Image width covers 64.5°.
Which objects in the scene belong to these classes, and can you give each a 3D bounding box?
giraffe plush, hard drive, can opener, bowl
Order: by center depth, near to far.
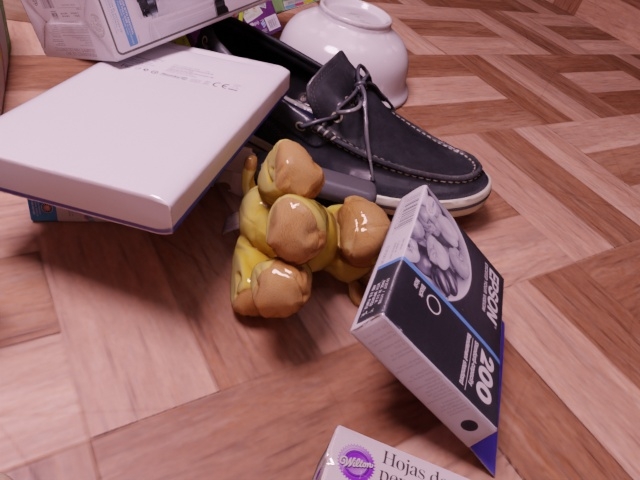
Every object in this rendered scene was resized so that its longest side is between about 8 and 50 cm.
[{"bbox_3d":[-0.180,-0.136,0.546,0.210,0.040,0.319,14,39,7],"label":"hard drive"},{"bbox_3d":[0.000,0.000,0.551,0.170,0.182,0.210,11,5,-24],"label":"giraffe plush"},{"bbox_3d":[-0.065,-0.088,0.663,0.280,0.074,0.093,17,40,-2],"label":"can opener"},{"bbox_3d":[0.052,-0.384,0.992,0.297,0.134,0.298,10,41,-8],"label":"bowl"}]

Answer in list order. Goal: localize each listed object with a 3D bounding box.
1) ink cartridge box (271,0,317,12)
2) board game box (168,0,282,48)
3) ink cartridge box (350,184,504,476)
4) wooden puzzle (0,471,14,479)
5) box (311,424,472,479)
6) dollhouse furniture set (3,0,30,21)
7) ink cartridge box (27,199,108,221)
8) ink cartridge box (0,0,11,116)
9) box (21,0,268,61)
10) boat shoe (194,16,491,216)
[{"bbox_3d":[-0.091,-0.503,1.048,0.209,0.062,0.109,1,29,34],"label":"ink cartridge box"},{"bbox_3d":[-0.217,-0.407,0.856,0.056,0.208,0.347,2,33,38],"label":"board game box"},{"bbox_3d":[0.135,0.078,0.499,0.208,0.045,0.206,47,39,-16],"label":"ink cartridge box"},{"bbox_3d":[-0.200,0.269,0.247,0.220,0.044,0.238,31,38,15],"label":"wooden puzzle"},{"bbox_3d":[0.147,0.239,0.381,0.323,0.067,0.063,21,40,5],"label":"box"},{"bbox_3d":[-0.577,-0.561,0.831,0.286,0.304,0.198,1,42,-19],"label":"dollhouse furniture set"},{"bbox_3d":[-0.254,-0.069,0.562,0.122,0.089,0.052,1,42,-18],"label":"ink cartridge box"},{"bbox_3d":[-0.515,-0.230,0.624,0.207,0.119,0.354,-4,45,-24],"label":"ink cartridge box"},{"bbox_3d":[-0.216,-0.331,0.677,0.169,0.087,0.290,15,43,32],"label":"box"},{"bbox_3d":[0.021,-0.181,0.739,0.499,0.156,0.187,26,39,8],"label":"boat shoe"}]
